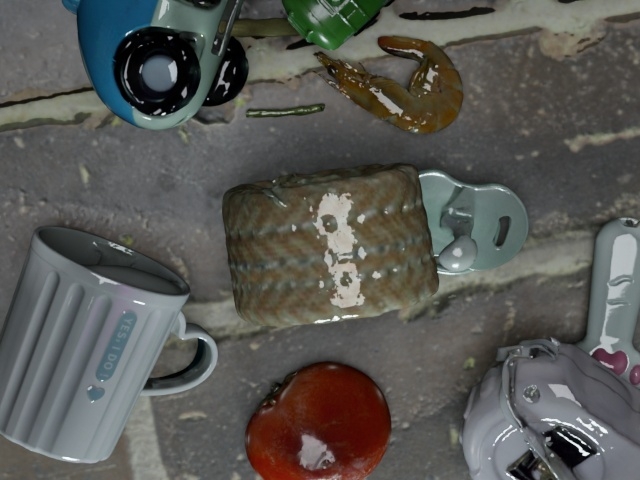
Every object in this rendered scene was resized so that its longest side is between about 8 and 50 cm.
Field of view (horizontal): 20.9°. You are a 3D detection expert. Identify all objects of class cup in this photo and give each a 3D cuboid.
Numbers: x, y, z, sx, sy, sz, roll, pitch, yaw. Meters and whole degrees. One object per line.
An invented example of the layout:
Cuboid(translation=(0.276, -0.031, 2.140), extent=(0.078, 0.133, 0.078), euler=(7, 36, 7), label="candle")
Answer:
Cuboid(translation=(-0.221, 0.117, 1.764), extent=(0.221, 0.167, 0.202), euler=(23, 100, -2), label="cup")

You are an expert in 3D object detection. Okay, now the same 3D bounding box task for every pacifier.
Cuboid(translation=(0.137, -0.003, 1.782), extent=(0.150, 0.117, 0.127), euler=(18, 123, -7), label="pacifier")

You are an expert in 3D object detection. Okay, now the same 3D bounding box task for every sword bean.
Cuboid(translation=(-0.036, -0.134, 1.810), extent=(0.083, 0.012, 0.012), euler=(-4, 98, -2), label="sword bean")

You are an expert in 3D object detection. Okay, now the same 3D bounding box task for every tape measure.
Cuboid(translation=(0.246, 0.205, 1.790), extent=(0.236, 0.120, 0.197), euler=(35, 127, -10), label="tape measure")

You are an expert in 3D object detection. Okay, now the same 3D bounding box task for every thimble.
Cuboid(translation=(0.007, -0.001, 1.721), extent=(0.196, 0.229, 0.148), euler=(-9, 96, -15), label="thimble")

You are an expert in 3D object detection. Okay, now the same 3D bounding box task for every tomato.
Cuboid(translation=(-0.001, 0.206, 1.817), extent=(0.159, 0.091, 0.139), euler=(-42, 98, 2), label="tomato")

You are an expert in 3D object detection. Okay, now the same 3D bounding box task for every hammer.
Cuboid(translation=(-0.055, -0.213, 1.707), extent=(0.013, 0.199, 0.062), euler=(22, 104, 17), label="hammer")

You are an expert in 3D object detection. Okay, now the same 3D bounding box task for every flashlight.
Cuboid(translation=(0.310, 0.075, 1.827), extent=(0.093, 0.047, 0.200), euler=(8, 98, -2), label="flashlight")

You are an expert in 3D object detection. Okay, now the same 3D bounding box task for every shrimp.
Cuboid(translation=(0.074, -0.173, 1.790), extent=(0.162, 0.045, 0.095), euler=(28, 96, -3), label="shrimp")

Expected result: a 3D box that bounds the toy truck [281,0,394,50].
Cuboid(translation=(0.064, -0.293, 1.733), extent=(0.242, 0.125, 0.101), euler=(-43, 96, 3), label="toy truck")

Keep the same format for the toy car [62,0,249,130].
Cuboid(translation=(-0.160, -0.240, 1.707), extent=(0.190, 0.188, 0.255), euler=(21, 105, 13), label="toy car")
